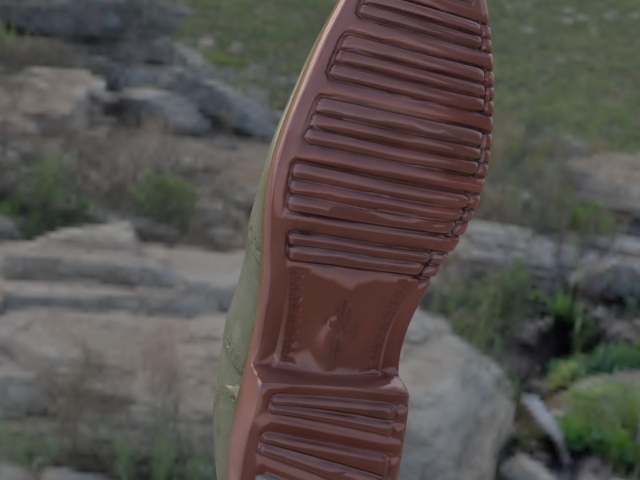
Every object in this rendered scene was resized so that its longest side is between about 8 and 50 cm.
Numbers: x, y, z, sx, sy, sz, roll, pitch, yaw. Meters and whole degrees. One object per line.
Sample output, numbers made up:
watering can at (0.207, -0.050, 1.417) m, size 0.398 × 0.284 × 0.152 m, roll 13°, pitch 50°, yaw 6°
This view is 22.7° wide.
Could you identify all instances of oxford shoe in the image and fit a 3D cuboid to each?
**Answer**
oxford shoe at (0.000, 0.000, 1.027) m, size 0.140 × 0.397 × 0.146 m, roll 16°, pitch 3°, yaw -23°
